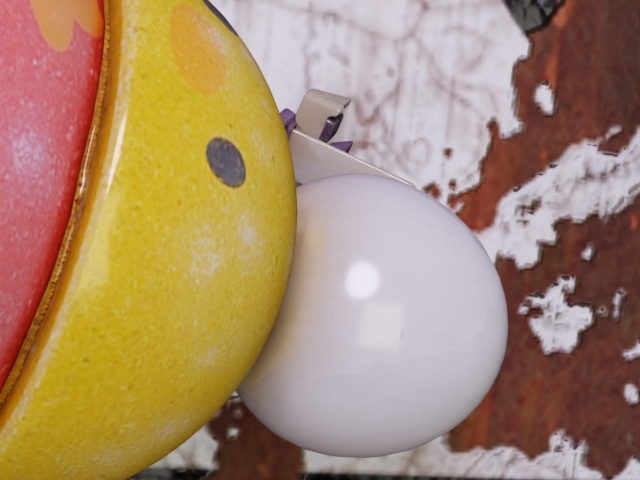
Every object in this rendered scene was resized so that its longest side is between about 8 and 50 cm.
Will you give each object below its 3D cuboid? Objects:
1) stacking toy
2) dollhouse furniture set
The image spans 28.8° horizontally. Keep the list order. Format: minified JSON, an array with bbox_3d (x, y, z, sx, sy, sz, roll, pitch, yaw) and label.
[{"bbox_3d":[-0.130,-0.023,0.441,0.479,0.350,0.351,16,89,-30],"label":"stacking toy"},{"bbox_3d":[0.000,0.000,0.607,0.081,0.091,0.114,27,115,5],"label":"dollhouse furniture set"}]
